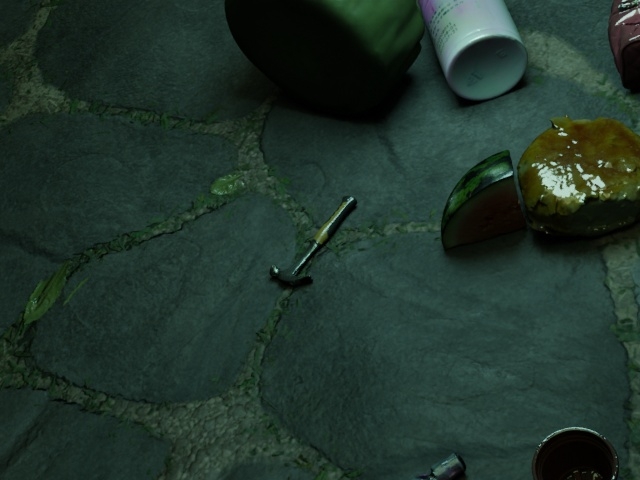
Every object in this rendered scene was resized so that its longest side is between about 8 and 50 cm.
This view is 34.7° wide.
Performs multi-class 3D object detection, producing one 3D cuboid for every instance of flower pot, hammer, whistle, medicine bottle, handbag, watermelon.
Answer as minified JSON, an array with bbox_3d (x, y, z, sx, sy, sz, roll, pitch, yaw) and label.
[{"bbox_3d":[0.334,0.311,1.325,0.111,0.089,0.111,-11,48,13],"label":"flower pot"},{"bbox_3d":[0.000,0.000,1.770,0.078,0.021,0.201,25,66,36],"label":"hammer"},{"bbox_3d":[0.123,0.352,1.417,0.177,0.033,0.033,-32,47,-6],"label":"whistle"},{"bbox_3d":[0.277,-0.395,1.898,0.152,0.152,0.253,-18,47,8],"label":"medicine bottle"},{"bbox_3d":[0.605,-0.353,1.732,0.225,0.146,0.135,-8,55,16],"label":"handbag"},{"bbox_3d":[0.270,-0.085,1.674,0.193,0.137,0.145,-48,33,40],"label":"watermelon"}]

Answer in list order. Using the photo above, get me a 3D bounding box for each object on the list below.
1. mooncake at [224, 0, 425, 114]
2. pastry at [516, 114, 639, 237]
[{"bbox_3d":[0.012,-0.408,1.883,0.357,0.356,0.194,17,62,33],"label":"mooncake"},{"bbox_3d":[0.416,-0.097,1.626,0.229,0.100,0.218,-40,52,-19],"label":"pastry"}]
